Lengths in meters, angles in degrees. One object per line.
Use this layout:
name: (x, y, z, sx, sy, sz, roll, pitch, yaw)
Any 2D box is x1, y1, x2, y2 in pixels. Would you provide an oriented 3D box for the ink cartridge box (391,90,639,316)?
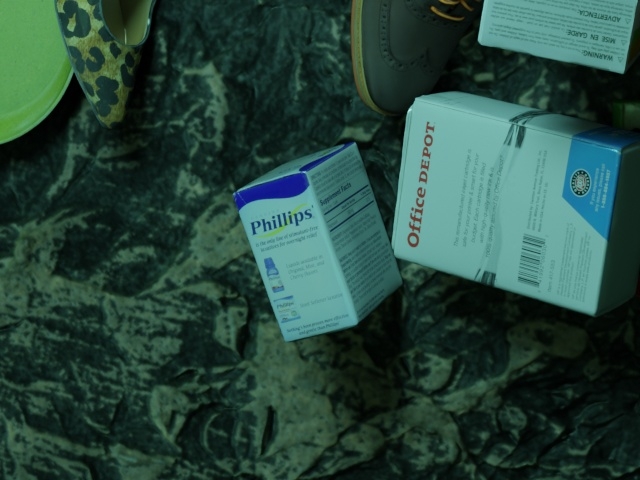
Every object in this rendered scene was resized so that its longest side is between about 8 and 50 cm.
ink cartridge box: (0.164, -0.034, 1.534, 0.190, 0.082, 0.140, 17, 110, 32)

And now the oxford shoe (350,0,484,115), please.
oxford shoe: (0.097, -0.212, 1.503, 0.097, 0.098, 0.271, 3, 119, -26)

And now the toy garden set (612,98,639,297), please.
toy garden set: (0.353, -0.006, 1.518, 0.244, 0.049, 0.204, 3, 105, 18)

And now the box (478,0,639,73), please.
box: (0.202, -0.203, 1.434, 0.114, 0.203, 0.103, 13, 108, 13)

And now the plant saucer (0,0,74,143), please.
plant saucer: (-0.318, -0.204, 1.701, 0.241, 0.037, 0.241, 5, 106, 17)

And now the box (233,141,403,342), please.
box: (0.000, 0.000, 1.598, 0.072, 0.126, 0.137, -15, 98, 23)

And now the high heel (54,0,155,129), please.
high heel: (-0.128, -0.225, 1.596, 0.186, 0.093, 0.261, 0, 95, 25)
